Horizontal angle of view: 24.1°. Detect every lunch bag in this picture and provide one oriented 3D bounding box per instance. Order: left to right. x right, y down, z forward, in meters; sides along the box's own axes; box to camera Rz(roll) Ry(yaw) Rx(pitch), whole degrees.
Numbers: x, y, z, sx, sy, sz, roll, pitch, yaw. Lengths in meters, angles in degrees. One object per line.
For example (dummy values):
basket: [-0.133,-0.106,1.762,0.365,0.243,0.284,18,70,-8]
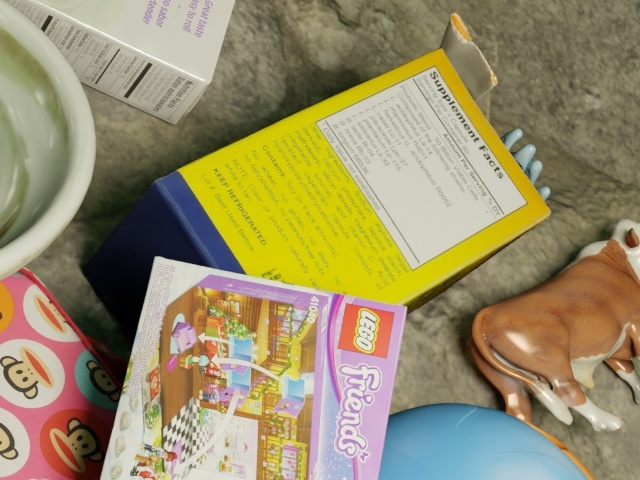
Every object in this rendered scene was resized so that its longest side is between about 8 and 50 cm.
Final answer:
lunch bag: [-0.243,0.159,1.195,0.258,0.120,0.293,-26,74,-45]

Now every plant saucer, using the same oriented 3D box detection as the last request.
plant saucer: [-0.388,-0.081,1.216,0.400,0.100,0.400,13,46,-14]

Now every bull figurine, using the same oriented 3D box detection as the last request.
bull figurine: [0.280,0.096,1.546,0.310,0.101,0.188,-22,80,-36]

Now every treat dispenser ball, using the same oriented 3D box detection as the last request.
treat dispenser ball: [0.110,0.279,1.241,0.288,0.288,0.288,13,61,-24]

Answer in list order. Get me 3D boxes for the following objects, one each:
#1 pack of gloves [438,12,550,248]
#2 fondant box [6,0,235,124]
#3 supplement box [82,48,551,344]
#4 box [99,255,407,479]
pack of gloves: [0.146,-0.095,1.506,0.046,0.232,0.195,-27,79,-11]
fondant box: [-0.241,-0.289,1.453,0.330,0.096,0.238,25,56,-18]
supplement box: [0.000,0.000,1.380,0.356,0.195,0.194,-28,82,-35]
box: [-0.058,0.171,1.118,0.201,0.057,0.293,12,67,1]
